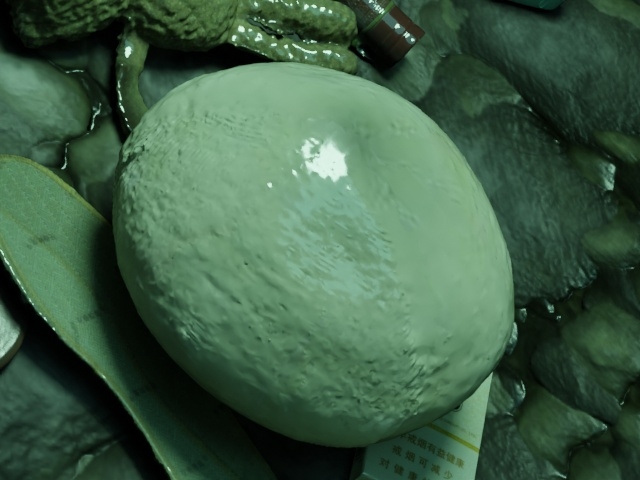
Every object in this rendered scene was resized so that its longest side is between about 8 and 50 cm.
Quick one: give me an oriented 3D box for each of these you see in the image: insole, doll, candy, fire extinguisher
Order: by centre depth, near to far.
[{"bbox_3d":[-0.116,0.082,0.987,0.348,0.009,0.119,55,35,8],"label":"insole"},{"bbox_3d":[0.000,0.000,1.005,0.295,0.185,0.295,15,48,-17],"label":"candy"},{"bbox_3d":[-0.104,-0.191,1.137,0.286,0.091,0.202,-17,105,-28],"label":"doll"},{"bbox_3d":[0.012,-0.207,1.254,0.157,0.045,0.078,43,69,-4],"label":"fire extinguisher"}]

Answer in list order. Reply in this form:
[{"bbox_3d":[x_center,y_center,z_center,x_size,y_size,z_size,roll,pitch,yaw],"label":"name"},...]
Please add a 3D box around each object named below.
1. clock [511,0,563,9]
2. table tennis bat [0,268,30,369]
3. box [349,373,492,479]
[{"bbox_3d":[0.183,-0.292,1.418,0.108,0.045,0.147,10,56,-29],"label":"clock"},{"bbox_3d":[-0.214,0.036,0.894,0.107,0.119,0.170,21,50,-20],"label":"table tennis bat"},{"bbox_3d":[0.078,0.122,1.094,0.090,0.024,0.167,28,50,-15],"label":"box"}]
